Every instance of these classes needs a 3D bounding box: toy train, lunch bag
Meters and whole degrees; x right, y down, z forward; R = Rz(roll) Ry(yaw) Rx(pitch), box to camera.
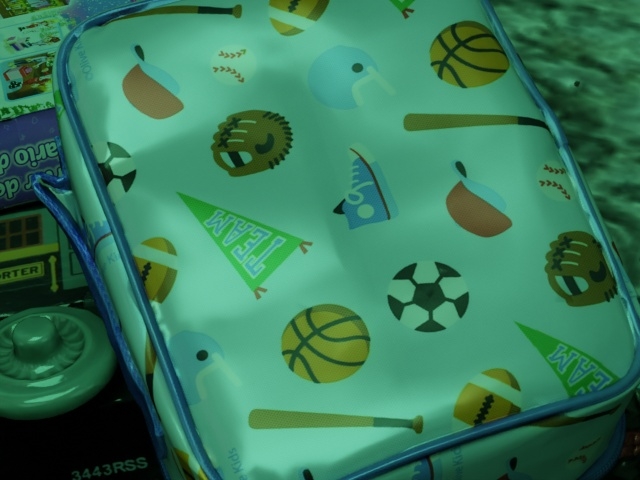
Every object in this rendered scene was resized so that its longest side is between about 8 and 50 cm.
[{"bbox_3d":[-0.221,0.080,0.993,0.334,0.142,0.190,-11,38,-2],"label":"toy train"},{"bbox_3d":[0.000,0.000,0.907,0.243,0.115,0.303,-18,59,-10],"label":"lunch bag"}]

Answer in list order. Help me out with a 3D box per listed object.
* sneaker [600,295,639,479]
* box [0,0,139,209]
[{"bbox_3d":[0.065,0.059,1.016,0.261,0.104,0.125,13,38,8],"label":"sneaker"},{"bbox_3d":[-0.193,-0.107,1.128,0.201,0.057,0.293,-14,30,-6],"label":"box"}]
